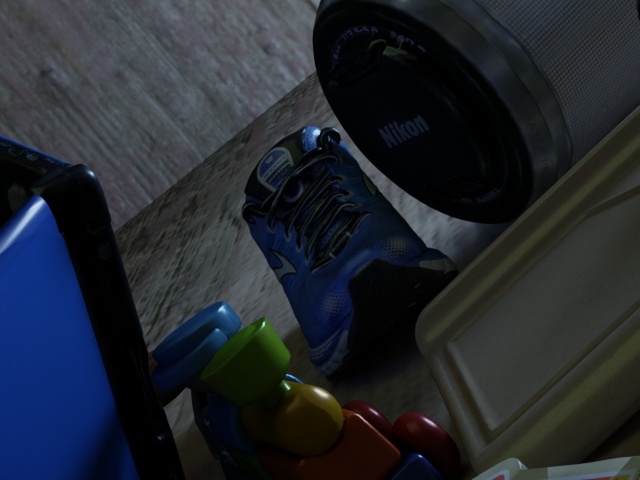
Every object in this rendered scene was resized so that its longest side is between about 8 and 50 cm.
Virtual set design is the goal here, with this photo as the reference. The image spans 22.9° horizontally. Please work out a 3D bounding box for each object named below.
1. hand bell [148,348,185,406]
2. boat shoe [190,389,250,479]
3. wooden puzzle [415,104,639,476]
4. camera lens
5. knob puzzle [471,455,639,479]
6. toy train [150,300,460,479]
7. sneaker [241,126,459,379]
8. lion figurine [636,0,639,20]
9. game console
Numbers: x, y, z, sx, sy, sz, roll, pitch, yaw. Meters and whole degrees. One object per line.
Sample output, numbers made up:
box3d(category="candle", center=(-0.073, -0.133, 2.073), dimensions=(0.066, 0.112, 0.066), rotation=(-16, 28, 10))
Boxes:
box3d(category="hand bell", center=(-0.171, 0.141, 1.190), dimensions=(0.242, 0.126, 0.126), rotation=(-40, 10, 31))
box3d(category="boat shoe", center=(-0.047, 0.119, 1.060), dimensions=(0.080, 0.076, 0.228), rotation=(-40, 11, -2))
box3d(category="wooden puzzle", center=(0.155, 0.024, 0.847), dimensions=(0.221, 0.044, 0.239), rotation=(-44, 16, 6))
box3d(category="camera lens", center=(0.146, -0.164, 1.160), dimensions=(0.274, 0.219, 0.219), rotation=(-45, 12, -23))
box3d(category="knob puzzle", center=(0.037, 0.164, 0.650), dimensions=(0.213, 0.030, 0.213), rotation=(-43, 19, 18))
box3d(category="toy train", center=(-0.004, 0.100, 0.822), dimensions=(0.105, 0.143, 0.248), rotation=(-43, 11, -15))
box3d(category="sneaker", center=(0.000, 0.000, 1.192), dimensions=(0.130, 0.147, 0.330), rotation=(-40, 12, -2))
box3d(category="lion figurine", center=(0.324, -0.163, 0.866), dimensions=(0.240, 0.142, 0.392), rotation=(-36, 22, -8))
box3d(category="game console", center=(-0.182, 0.109, 0.902), dimensions=(0.173, 0.293, 0.250), rotation=(-30, 32, -31))
